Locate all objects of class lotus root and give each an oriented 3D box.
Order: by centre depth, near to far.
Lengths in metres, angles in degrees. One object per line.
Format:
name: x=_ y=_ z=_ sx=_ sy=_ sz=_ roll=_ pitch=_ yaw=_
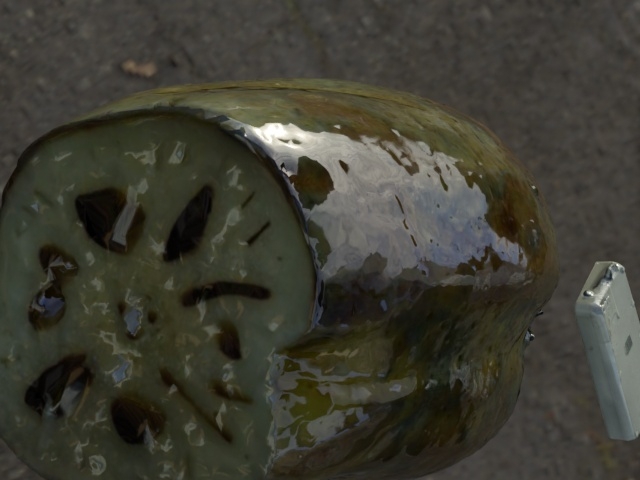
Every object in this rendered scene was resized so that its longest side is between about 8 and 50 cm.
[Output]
lotus root: x=-0.002 y=0.026 z=0.948 sx=0.346 sy=0.250 sz=0.250 roll=2 pitch=72 yaw=-53

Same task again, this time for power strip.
power strip: x=0.293 y=0.111 z=1.656 sx=0.081 sy=0.035 sz=0.192 roll=-54 pitch=134 yaw=-41
